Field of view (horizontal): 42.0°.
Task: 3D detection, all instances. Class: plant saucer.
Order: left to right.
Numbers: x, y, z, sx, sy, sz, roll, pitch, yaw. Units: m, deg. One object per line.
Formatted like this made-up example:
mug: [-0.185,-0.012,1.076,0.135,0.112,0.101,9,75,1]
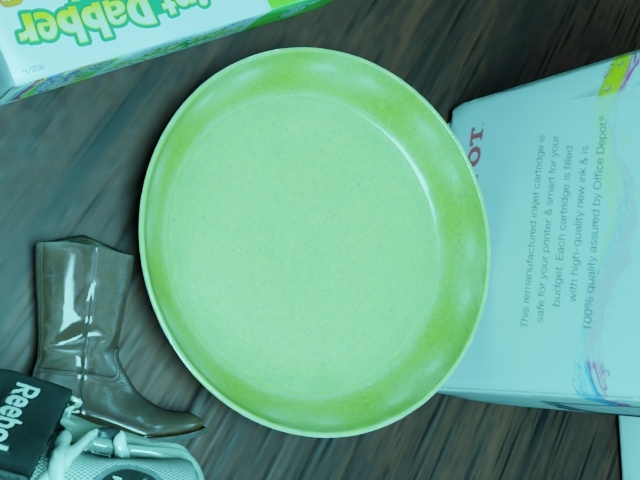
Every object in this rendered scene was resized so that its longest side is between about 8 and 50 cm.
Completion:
plant saucer: [0.000,0.000,0.527,0.241,0.037,0.241,4,82,-26]

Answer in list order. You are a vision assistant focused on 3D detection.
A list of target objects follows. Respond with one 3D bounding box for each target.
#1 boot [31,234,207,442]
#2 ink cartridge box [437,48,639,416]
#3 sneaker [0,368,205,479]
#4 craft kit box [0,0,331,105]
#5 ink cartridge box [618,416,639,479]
boot: [-0.109,0.054,0.463,0.106,0.037,0.114,10,74,-37]
ink cartridge box: [0.221,0.000,0.536,0.131,0.306,0.226,18,75,-33]
sneaker: [-0.130,0.108,0.353,0.330,0.146,0.122,42,32,-29]
craft kit box: [-0.118,-0.230,0.478,0.250,0.061,0.247,-28,103,-34]
ink cartridge box: [0.402,0.213,0.758,0.272,0.114,0.198,1,84,-35]
